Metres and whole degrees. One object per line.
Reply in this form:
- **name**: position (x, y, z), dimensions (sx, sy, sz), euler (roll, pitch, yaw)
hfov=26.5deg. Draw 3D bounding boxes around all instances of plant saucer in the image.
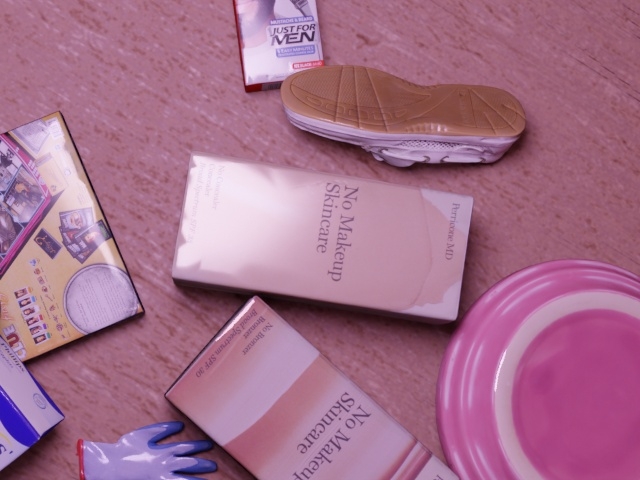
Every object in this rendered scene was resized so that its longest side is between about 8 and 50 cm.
- **plant saucer**: position (0.297, 0.182, 1.508), dimensions (0.332, 0.084, 0.332), euler (1, 83, -12)

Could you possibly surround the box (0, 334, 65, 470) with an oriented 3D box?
- **box**: position (-0.371, 0.189, 1.457), dimensions (0.137, 0.072, 0.126), euler (-38, 91, 17)

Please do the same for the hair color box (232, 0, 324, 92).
- **hair color box**: position (-0.051, -0.259, 1.541), dimensions (0.093, 0.053, 0.167), euler (-8, 86, -5)

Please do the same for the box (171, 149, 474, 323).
- **box**: position (0.000, 0.000, 1.496), dimensions (0.311, 0.121, 0.148), euler (8, 84, -4)

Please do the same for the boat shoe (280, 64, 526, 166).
- **boat shoe**: position (0.086, -0.125, 1.522), dimensions (0.277, 0.096, 0.098), euler (8, 53, -9)

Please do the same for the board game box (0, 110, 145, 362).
- **board game box**: position (-0.317, -0.001, 1.509), dimensions (0.165, 0.042, 0.243), euler (-22, 89, -6)

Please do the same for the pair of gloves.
- **pair of gloves**: position (-0.195, 0.302, 1.514), dimensions (0.159, 0.023, 0.198), euler (0, 86, -3)

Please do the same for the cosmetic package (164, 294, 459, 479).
- **cosmetic package**: position (-0.014, 0.212, 1.480), dimensions (0.296, 0.129, 0.153), euler (41, 82, -2)
